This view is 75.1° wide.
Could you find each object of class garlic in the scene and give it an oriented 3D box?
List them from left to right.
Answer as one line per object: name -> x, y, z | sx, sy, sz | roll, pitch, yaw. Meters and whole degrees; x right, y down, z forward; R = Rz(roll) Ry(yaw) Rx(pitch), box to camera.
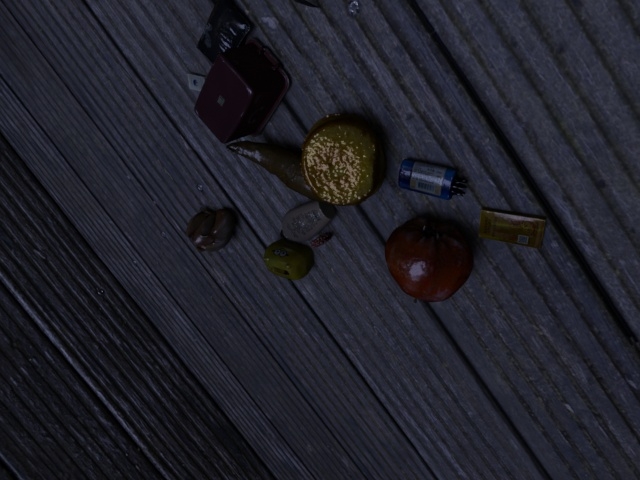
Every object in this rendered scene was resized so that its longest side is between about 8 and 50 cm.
garlic -> -0.444, -0.035, 1.737 | 0.213, 0.191, 0.160 | 2, 146, 24

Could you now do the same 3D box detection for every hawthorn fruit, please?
hawthorn fruit -> 0.298, 0.078, 1.181 | 0.241, 0.242, 0.272 | 19, 132, 27

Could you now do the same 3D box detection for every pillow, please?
pillow -> -0.300, -0.625, 1.274 | 0.141, 0.055, 0.208 | 50, 135, -1

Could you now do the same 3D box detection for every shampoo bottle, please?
shampoo bottle -> -0.058, -0.063, 1.459 | 0.256, 0.078, 0.127 | -28, 105, 43
shampoo bottle -> 0.303, -0.162, 1.126 | 0.182, 0.050, 0.087 | 20, 127, 27

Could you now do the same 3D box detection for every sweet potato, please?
sweet potato -> -0.097, -0.231, 1.328 | 0.422, 0.130, 0.131 | 28, 133, 11

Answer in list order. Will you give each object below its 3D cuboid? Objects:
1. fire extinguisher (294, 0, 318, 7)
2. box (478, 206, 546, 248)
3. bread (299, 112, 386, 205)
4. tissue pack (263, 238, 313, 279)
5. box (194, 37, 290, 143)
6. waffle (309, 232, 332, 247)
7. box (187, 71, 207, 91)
fire extinguisher -> -0.053, -0.709, 0.999 | 0.104, 0.105, 0.269 | 18, 128, 28
box -> 0.496, -0.034, 1.084 | 0.156, 0.022, 0.089 | 12, 127, 32
bread -> 0.057, -0.219, 1.162 | 0.268, 0.146, 0.269 | 1, 104, 5
tissue pack -> -0.127, 0.077, 1.580 | 0.178, 0.127, 0.123 | 16, 130, 30
box -> -0.252, -0.448, 1.283 | 0.193, 0.167, 0.294 | 50, 136, 1
waffle -> 0.000, 0.000, 1.461 | 0.083, 0.075, 0.029 | -19, 101, 58
box -> -0.423, -0.549, 1.448 | 0.083, 0.024, 0.054 | 21, 132, 24
